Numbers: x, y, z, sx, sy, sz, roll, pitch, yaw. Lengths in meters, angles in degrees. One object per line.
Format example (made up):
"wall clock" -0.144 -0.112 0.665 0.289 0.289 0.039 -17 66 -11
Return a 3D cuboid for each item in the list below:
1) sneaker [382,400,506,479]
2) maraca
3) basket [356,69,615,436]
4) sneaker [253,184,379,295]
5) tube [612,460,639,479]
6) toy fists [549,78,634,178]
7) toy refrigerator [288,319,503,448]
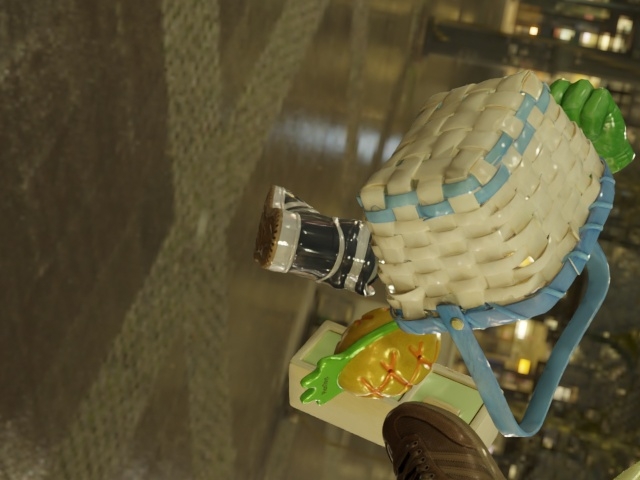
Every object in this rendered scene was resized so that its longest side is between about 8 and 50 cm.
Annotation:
"sneaker" 0.090 0.179 0.848 0.071 0.188 0.066 6 116 -39
"maraca" 0.059 0.137 1.363 0.099 0.185 0.127 56 -19 31
"basket" 0.178 0.005 1.126 0.289 0.201 0.255 57 45 -20
"sneaker" 0.000 0.000 1.512 0.282 0.153 0.099 -120 -137 -79
"tube" 0.329 0.334 1.400 0.240 0.070 0.062 -34 115 -48
"toy fists" 0.309 -0.144 1.710 0.096 0.279 0.142 -42 110 -41
"toy refrigerator" 0.097 0.206 1.572 0.102 0.269 0.094 -45 147 -42
